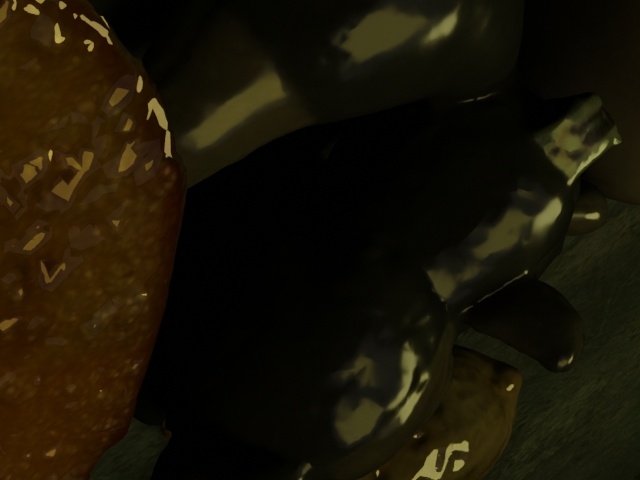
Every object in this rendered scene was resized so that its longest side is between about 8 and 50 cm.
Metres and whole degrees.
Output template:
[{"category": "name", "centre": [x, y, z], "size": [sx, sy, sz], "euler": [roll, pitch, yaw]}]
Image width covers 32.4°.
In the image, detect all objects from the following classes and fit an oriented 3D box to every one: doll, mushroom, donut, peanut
[{"category": "doll", "centre": [-0.019, -0.016, 0.705], "size": [0.382, 0.252, 0.379], "euler": [-39, 120, -10]}, {"category": "mushroom", "centre": [0.239, -0.134, 0.806], "size": [0.204, 0.204, 0.204], "euler": [-30, 150, -19]}, {"category": "donut", "centre": [-0.247, 0.010, 0.458], "size": [0.377, 0.163, 0.435], "euler": [-45, 150, 5]}, {"category": "peanut", "centre": [0.058, 0.219, 1.120], "size": [0.387, 0.169, 0.192], "euler": [-22, 153, -32]}]

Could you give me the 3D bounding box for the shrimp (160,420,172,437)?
[{"category": "shrimp", "centre": [-0.061, 0.121, 0.975], "size": [0.184, 0.043, 0.091], "euler": [-30, 158, -7]}]
